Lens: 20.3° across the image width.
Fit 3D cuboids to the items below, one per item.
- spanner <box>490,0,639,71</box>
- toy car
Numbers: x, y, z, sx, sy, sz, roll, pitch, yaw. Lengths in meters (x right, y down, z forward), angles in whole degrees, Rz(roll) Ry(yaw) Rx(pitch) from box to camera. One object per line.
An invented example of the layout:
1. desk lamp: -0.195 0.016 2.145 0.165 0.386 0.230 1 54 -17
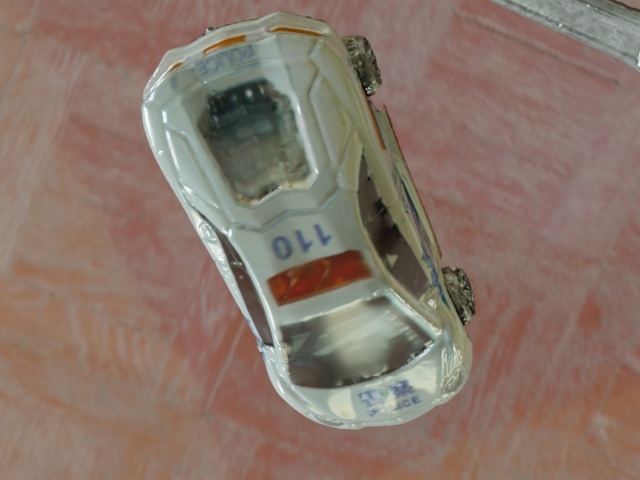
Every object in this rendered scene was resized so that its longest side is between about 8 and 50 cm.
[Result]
1. spanner: 0.103 -0.152 1.033 0.302 0.017 0.071 22 144 -1
2. toy car: 0.000 0.000 0.738 0.095 0.056 0.205 -18 117 12
